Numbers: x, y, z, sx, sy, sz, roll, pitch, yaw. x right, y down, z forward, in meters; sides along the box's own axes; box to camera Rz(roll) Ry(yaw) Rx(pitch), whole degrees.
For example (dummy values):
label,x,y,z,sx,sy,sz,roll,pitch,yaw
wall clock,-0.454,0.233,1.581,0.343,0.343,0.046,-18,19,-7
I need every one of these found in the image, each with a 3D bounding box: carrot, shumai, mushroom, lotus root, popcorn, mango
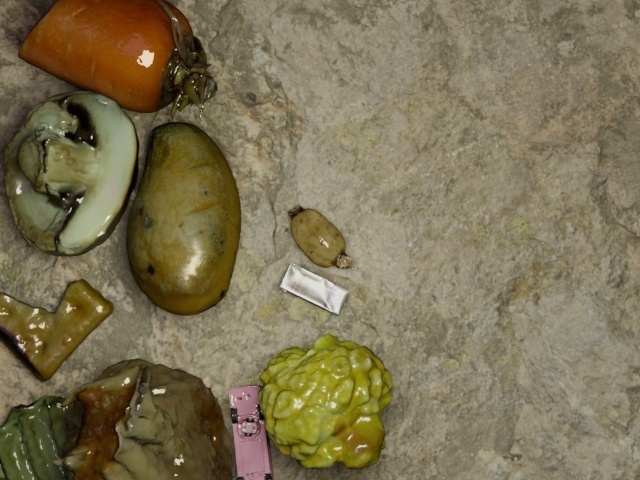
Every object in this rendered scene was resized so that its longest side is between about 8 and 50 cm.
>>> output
label,x,y,z,sx,sy,sz,roll,pitch,yaw
carrot,-0.313,-0.324,1.668,0.331,0.193,0.214,28,107,1
shumai,-0.256,0.310,1.516,0.267,0.262,0.314,-36,80,-17
mushroom,-0.420,-0.120,1.658,0.164,0.189,0.267,14,113,39
lotus root,0.000,0.000,1.719,0.152,0.063,0.072,43,74,5
popcorn,0.023,0.275,1.618,0.205,0.237,0.252,-27,117,11
mango,-0.223,-0.038,1.671,0.176,0.175,0.330,21,60,-31

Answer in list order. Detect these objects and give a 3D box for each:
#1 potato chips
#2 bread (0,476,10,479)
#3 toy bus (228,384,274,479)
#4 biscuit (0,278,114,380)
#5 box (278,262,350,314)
label,x,y,z,sx,sy,sz,roll,pitch,yaw
potato chips,-0.382,0.456,1.657,0.358,0.070,0.429,-22,83,0
bread,-0.496,0.452,1.574,0.288,0.119,0.153,15,93,12
toy bus,-0.114,0.342,1.666,0.063,0.090,0.203,-7,86,0
biscuit,-0.465,0.123,1.698,0.183,0.039,0.174,-43,86,-6
box,-0.010,0.084,1.722,0.117,0.036,0.051,24,83,0
